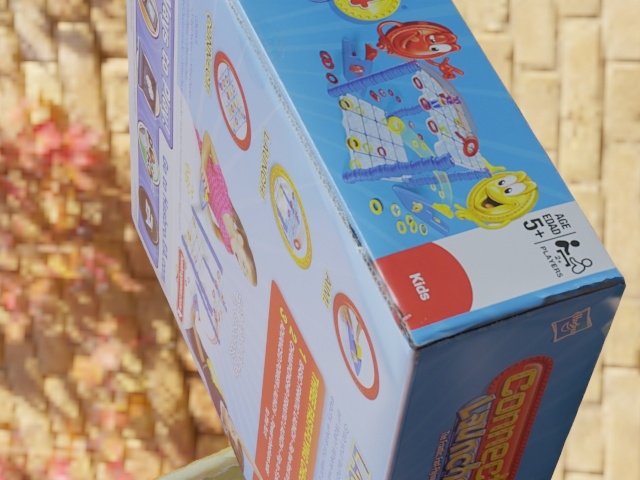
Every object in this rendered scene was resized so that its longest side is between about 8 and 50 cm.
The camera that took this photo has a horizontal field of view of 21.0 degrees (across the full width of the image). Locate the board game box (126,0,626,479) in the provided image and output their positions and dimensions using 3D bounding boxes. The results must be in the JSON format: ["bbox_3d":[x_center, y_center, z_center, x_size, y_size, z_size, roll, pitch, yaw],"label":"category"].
[{"bbox_3d":[0.000,0.000,0.787,0.308,0.086,0.302,98,150,-54],"label":"board game box"}]

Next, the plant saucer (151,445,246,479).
[{"bbox_3d":[-0.018,0.273,0.999,0.081,0.333,0.332,23,-122,-30],"label":"plant saucer"}]
